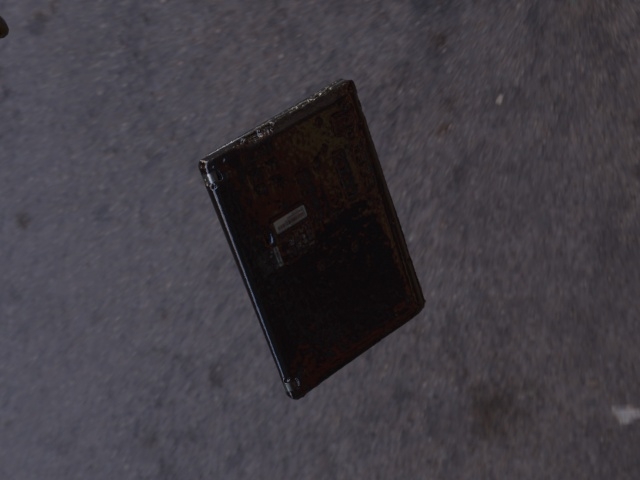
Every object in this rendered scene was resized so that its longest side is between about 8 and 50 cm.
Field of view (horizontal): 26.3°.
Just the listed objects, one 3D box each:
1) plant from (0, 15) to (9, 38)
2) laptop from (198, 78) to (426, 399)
[{"bbox_3d":[-0.287,-0.187,0.630,0.251,0.333,0.180,-38,63,-7],"label":"plant"},{"bbox_3d":[0.000,0.000,0.897,0.016,0.129,0.180,15,131,52],"label":"laptop"}]
